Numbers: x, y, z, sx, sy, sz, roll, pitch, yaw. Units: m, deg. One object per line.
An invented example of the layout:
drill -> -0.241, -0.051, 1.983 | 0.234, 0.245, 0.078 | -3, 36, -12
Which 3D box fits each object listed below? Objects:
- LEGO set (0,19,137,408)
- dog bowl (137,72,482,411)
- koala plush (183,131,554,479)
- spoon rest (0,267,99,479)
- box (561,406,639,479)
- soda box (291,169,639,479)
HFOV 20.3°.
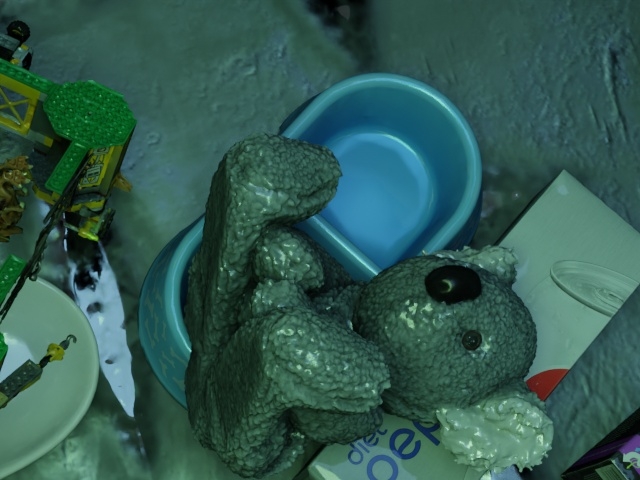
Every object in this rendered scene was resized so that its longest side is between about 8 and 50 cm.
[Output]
LEGO set -> -0.274, 0.016, 1.154 | 0.255, 0.192, 0.331 | 19, 45, -7
dog bowl -> 0.000, 0.000, 1.271 | 0.166, 0.074, 0.297 | 42, 73, 4
koala plush -> 0.037, 0.061, 1.137 | 0.221, 0.203, 0.196 | 1, 52, -19
spoon rest -> -0.254, 0.142, 1.192 | 0.137, 0.084, 0.276 | 31, 74, 3
box -> 0.251, 0.119, 1.254 | 0.162, 0.116, 0.029 | -39, 86, -15
soda box -> 0.110, 0.090, 1.254 | 0.098, 0.091, 0.286 | 42, 74, 3
